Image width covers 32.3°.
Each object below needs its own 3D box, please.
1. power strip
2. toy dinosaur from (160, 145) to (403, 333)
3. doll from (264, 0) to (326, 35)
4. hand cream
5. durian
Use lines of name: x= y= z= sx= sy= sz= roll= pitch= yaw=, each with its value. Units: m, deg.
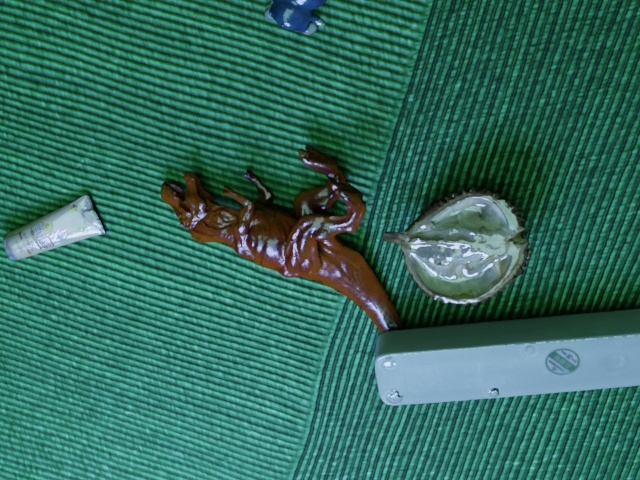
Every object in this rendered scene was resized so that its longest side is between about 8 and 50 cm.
power strip: x=0.263 y=0.147 z=1.406 sx=0.385 sy=0.062 sz=0.091 roll=-6 pitch=125 yaw=8
toy dinosaur: x=0.000 y=0.000 z=1.406 sx=0.432 sy=0.097 sz=0.208 roll=31 pitch=121 yaw=1
doll: x=-0.023 y=-0.290 z=1.331 sx=0.076 sy=0.050 sz=0.083 roll=24 pitch=110 yaw=-3
hand cream: x=-0.364 y=-0.010 z=1.500 sx=0.143 sy=0.039 sz=0.061 roll=-21 pitch=102 yaw=12
durian: x=0.172 y=0.003 z=1.378 sx=0.189 sy=0.091 sz=0.148 roll=4 pitch=98 yaw=12
